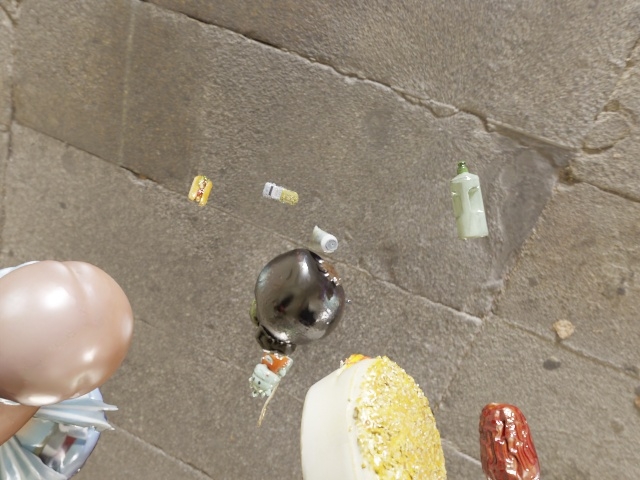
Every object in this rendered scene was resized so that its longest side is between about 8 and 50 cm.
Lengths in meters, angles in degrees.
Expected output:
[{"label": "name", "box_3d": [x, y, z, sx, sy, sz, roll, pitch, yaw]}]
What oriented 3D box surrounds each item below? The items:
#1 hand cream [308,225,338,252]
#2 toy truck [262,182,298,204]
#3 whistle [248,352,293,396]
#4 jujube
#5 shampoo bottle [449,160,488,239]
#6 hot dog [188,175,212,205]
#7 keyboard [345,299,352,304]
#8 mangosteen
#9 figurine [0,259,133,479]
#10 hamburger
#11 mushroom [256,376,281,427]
[{"label": "hand cream", "box_3d": [0.000, 0.000, 1.065, 0.042, 0.194, 0.067, 13, 92, -17]}, {"label": "toy truck", "box_3d": [-0.132, -0.154, 1.392, 0.063, 0.123, 0.052, 21, 94, 36]}, {"label": "whistle", "box_3d": [-0.155, 0.420, 1.420, 0.102, 0.106, 0.253, 34, 73, 6]}, {"label": "jujube", "box_3d": [0.532, 0.586, 1.181, 0.155, 0.155, 0.230, -7, 67, 18]}, {"label": "shampoo bottle", "box_3d": [0.440, -0.123, 1.247, 0.087, 0.118, 0.234, -10, 88, 28]}, {"label": "hot dog", "box_3d": [-0.216, -0.094, 0.756, 0.037, 0.083, 0.021, 28, 125, -27]}, {"label": "keyboard", "box_3d": [0.033, 0.229, 1.407, 0.072, 0.231, 0.023, -24, 80, 26]}, {"label": "mangosteen", "box_3d": [-0.057, 0.135, 0.925, 0.243, 0.243, 0.243, 4, 106, 16]}, {"label": "figurine", "box_3d": [-0.349, 0.178, 0.432, 0.248, 0.276, 0.388, 29, 141, 9]}, {"label": "hamburger", "box_3d": [0.091, 0.318, 0.632, 0.179, 0.294, 0.276, -23, 116, 17]}, {"label": "mushroom", "box_3d": [-0.198, 0.618, 1.669, 0.026, 0.028, 0.286, 21, 84, -21]}]
